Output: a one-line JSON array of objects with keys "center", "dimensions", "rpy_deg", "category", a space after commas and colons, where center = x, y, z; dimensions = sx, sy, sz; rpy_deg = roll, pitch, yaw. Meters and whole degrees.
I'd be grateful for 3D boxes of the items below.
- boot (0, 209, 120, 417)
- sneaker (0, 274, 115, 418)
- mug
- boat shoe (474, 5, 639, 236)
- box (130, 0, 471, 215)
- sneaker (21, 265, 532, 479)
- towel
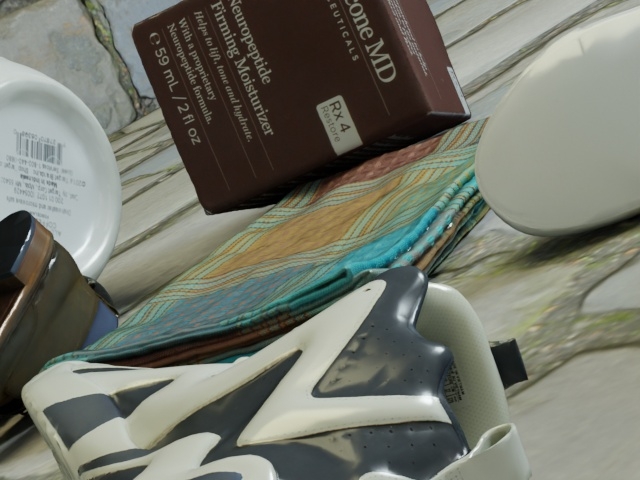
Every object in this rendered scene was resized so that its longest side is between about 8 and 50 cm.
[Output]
[{"center": [-0.200, 0.096, 1.126], "dimensions": [0.082, 0.106, 0.219], "rpy_deg": [-11, 46, 43], "category": "boot"}, {"center": [-0.255, 0.098, 1.212], "dimensions": [0.234, 0.078, 0.106], "rpy_deg": [-30, 8, -40], "category": "sneaker"}, {"center": [-0.362, -0.035, 1.373], "dimensions": [0.328, 0.374, 0.276], "rpy_deg": [-12, 60, 37], "category": "mug"}, {"center": [0.219, -0.097, 0.968], "dimensions": [0.301, 0.108, 0.102], "rpy_deg": [-39, -21, -2], "category": "boat shoe"}, {"center": [-0.012, -0.136, 1.417], "dimensions": [0.203, 0.168, 0.167], "rpy_deg": [-24, -4, 16], "category": "box"}, {"center": [-0.009, 0.069, 0.606], "dimensions": [0.153, 0.094, 0.235], "rpy_deg": [-25, 9, -15], "category": "sneaker"}, {"center": [0.000, 0.000, 1.167], "dimensions": [0.271, 0.040, 0.370], "rpy_deg": [-19, 13, 32], "category": "towel"}]
